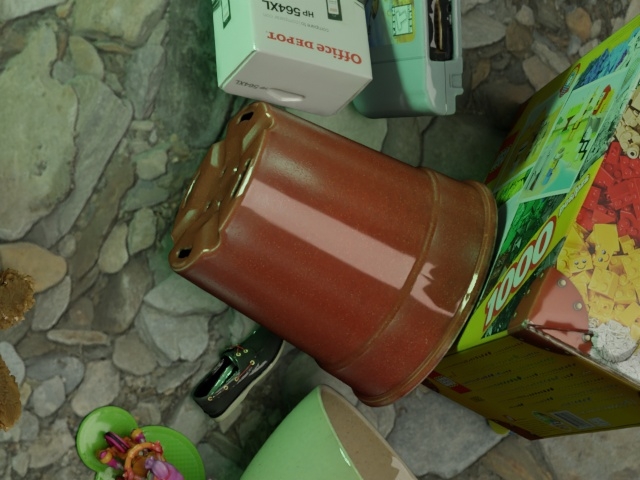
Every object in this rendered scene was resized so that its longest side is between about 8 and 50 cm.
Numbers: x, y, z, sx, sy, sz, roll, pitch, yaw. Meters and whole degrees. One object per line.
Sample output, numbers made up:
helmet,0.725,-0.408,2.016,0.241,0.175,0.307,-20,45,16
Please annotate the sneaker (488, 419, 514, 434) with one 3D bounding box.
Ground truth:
sneaker,0.245,0.165,2.056,0.059,0.053,0.144,14,90,-34

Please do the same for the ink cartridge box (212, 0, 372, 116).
ink cartridge box,-0.033,-0.249,1.817,0.148,0.086,0.203,10,59,-30

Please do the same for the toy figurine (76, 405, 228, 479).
toy figurine,-0.160,0.251,1.773,0.130,0.159,0.173,-45,111,-20

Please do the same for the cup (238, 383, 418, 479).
cup,0.008,0.354,1.811,0.237,0.331,0.331,-38,111,5

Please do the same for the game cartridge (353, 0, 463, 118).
game cartridge,0.084,-0.281,1.861,0.062,0.198,0.297,-5,94,-29

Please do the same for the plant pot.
plant pot,0.000,0.000,1.806,0.265,0.272,0.272,27,79,-19

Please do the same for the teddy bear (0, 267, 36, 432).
teddy bear,-0.382,0.028,1.651,0.245,0.113,0.338,-29,106,-63

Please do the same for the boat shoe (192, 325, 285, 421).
boat shoe,-0.086,0.135,1.871,0.133,0.049,0.042,-50,121,-13

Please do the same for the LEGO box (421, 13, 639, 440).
LEGO box,0.293,-0.004,1.795,0.193,0.500,0.372,28,77,-6
